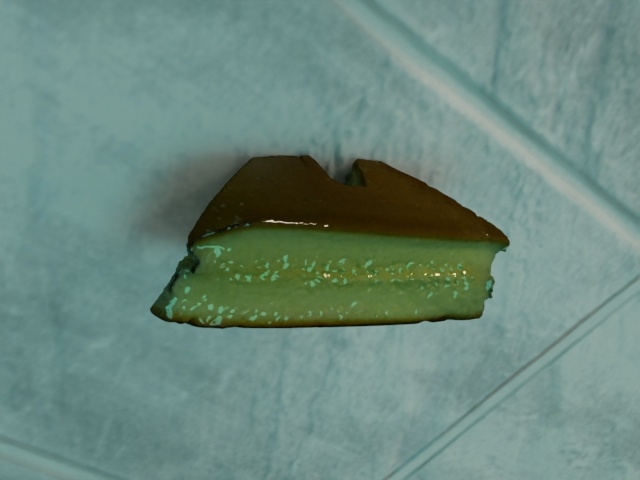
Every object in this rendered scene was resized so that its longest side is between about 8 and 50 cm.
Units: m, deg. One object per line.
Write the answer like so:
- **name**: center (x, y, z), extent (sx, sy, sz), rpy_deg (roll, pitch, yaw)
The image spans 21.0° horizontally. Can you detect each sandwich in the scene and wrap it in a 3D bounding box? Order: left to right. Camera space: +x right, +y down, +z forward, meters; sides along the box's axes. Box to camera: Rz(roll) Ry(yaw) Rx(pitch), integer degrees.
- **sandwich**: center (0.000, 0.000, 1.107), extent (0.244, 0.088, 0.090), rpy_deg (3, 124, -31)
